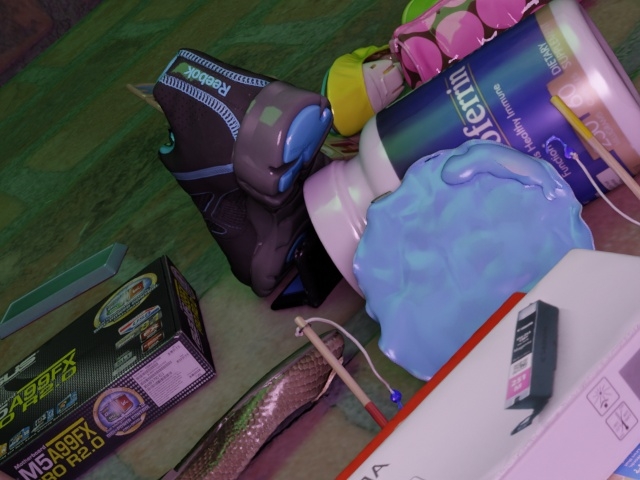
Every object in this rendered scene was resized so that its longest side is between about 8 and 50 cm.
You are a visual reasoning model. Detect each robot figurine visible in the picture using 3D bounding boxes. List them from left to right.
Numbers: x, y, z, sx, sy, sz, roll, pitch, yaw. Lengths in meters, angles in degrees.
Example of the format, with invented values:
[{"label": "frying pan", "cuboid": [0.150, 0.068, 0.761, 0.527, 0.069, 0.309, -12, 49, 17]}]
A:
[{"label": "robot figurine", "cuboid": [0.134, -0.246, 1.660, 0.101, 0.067, 0.115, -41, 21, -14]}]

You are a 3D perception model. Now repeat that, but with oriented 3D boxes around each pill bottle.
[{"label": "pill bottle", "cuboid": [0.127, -0.064, 1.185, 0.264, 0.153, 0.153, -32, 22, 16]}]

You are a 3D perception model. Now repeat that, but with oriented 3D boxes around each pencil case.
[{"label": "pencil case", "cuboid": [0.169, -0.234, 1.540, 0.209, 0.098, 0.095, -38, 21, 2]}]

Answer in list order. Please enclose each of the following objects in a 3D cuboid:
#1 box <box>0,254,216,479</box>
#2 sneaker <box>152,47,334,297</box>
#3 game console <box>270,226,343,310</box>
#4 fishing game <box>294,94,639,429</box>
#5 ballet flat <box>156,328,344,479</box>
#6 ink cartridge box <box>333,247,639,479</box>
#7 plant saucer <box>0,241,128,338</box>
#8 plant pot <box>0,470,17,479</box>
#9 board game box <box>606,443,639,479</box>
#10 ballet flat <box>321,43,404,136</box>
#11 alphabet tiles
[{"label": "box", "cuboid": [-0.235, 0.147, 1.452, 0.270, 0.060, 0.216, -36, 22, 4]}, {"label": "sneaker", "cuboid": [-0.065, -0.062, 1.317, 0.125, 0.139, 0.341, -56, -13, -22]}, {"label": "game console", "cuboid": [0.000, 0.000, 1.372, 0.071, 0.107, 0.122, 19, 55, 32]}, {"label": "fishing game", "cuboid": [0.111, 0.019, 1.082, 0.264, 0.041, 0.189, -44, 63, 5]}, {"label": "ballet flat", "cuboid": [-0.061, 0.163, 1.168, 0.250, 0.058, 0.084, -43, -1, -29]}, {"label": "ink cartridge box", "cuboid": [0.082, 0.113, 0.894, 0.275, 0.060, 0.239, -44, 21, -16]}, {"label": "plant saucer", "cuboid": [-0.322, 0.060, 1.829, 0.192, 0.018, 0.067, -29, 22, 23]}, {"label": "plant pot", "cuboid": [-0.220, 0.271, 0.876, 0.323, 0.280, 0.323, -32, 23, 15]}, {"label": "board game box", "cuboid": [0.157, 0.152, 0.837, 0.160, 0.047, 0.210, -45, 21, -18]}, {"label": "ballet flat", "cuboid": [0.056, -0.174, 1.607, 0.077, 0.077, 0.231, -15, 15, 16]}, {"label": "alphabet tiles", "cuboid": [-0.063, -0.130, 1.577, 0.198, 0.009, 0.237, -9, 30, -38]}]
